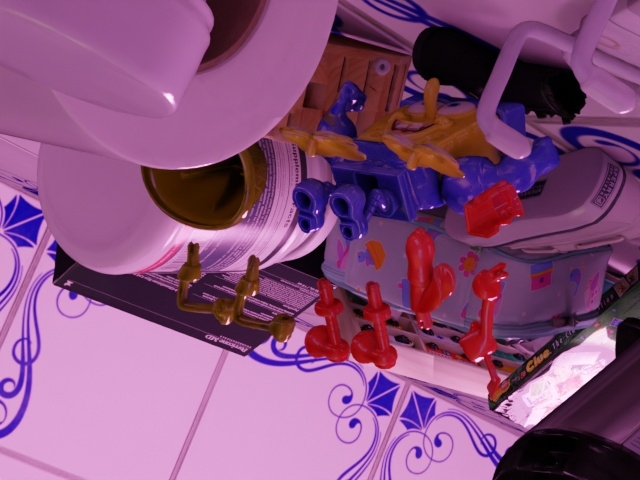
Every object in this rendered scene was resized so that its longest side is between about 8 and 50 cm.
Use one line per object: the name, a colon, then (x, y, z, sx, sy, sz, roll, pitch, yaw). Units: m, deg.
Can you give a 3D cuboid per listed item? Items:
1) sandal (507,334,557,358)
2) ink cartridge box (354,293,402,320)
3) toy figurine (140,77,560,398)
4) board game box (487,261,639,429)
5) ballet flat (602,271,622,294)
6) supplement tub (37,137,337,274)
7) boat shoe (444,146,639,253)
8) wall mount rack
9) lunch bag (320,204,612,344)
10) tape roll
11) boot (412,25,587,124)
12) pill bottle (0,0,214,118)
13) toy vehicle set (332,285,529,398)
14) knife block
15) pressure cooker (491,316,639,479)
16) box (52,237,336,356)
sandal: (0.227, 0.058, 1.932, 0.416, 0.102, 0.169, 37, 179, -2)
ink cartridge box: (0.000, 0.000, 2.044, 0.296, 0.066, 0.261, 34, 176, 27)
toy figurine: (0.059, -0.036, 1.254, 0.362, 0.217, 0.191, 9, 120, 45)
board game box: (0.320, 0.132, 1.814, 0.136, 0.260, 0.030, 30, -146, -24)
ballet flat: (0.361, 0.084, 1.887, 0.213, 0.072, 0.068, 27, -159, -10)
supplement tub: (-0.122, -0.063, 1.594, 0.191, 0.191, 0.272, 16, -171, 36)
boat shoe: (0.212, -0.029, 1.513, 0.088, 0.096, 0.267, 31, 160, -21)
wall mount rack: (0.271, -0.063, 1.033, 0.304, 0.130, 0.350, 24, 172, -8)
lunch bag: (0.160, 0.026, 1.730, 0.279, 0.108, 0.224, 19, -168, 35)
tape roll: (-0.129, -0.174, 0.986, 0.169, 0.246, 0.246, 15, 168, 44)
boot: (0.140, -0.126, 1.249, 0.099, 0.045, 0.121, 18, 177, 41)
pill bottle: (-0.053, -0.191, 0.609, 0.152, 0.272, 0.152, 21, 171, 4)
toy vehicle set: (0.147, 0.130, 2.014, 0.266, 0.035, 0.166, 16, -162, -16)
knife block: (-0.089, -0.161, 1.415, 0.275, 0.088, 0.242, 7, -164, -20)
pressure cooker: (0.423, 0.243, 1.591, 0.370, 0.420, 0.375, 55, 153, -2)
box: (-0.140, 0.014, 1.828, 0.261, 0.103, 0.184, 24, 135, -29)
